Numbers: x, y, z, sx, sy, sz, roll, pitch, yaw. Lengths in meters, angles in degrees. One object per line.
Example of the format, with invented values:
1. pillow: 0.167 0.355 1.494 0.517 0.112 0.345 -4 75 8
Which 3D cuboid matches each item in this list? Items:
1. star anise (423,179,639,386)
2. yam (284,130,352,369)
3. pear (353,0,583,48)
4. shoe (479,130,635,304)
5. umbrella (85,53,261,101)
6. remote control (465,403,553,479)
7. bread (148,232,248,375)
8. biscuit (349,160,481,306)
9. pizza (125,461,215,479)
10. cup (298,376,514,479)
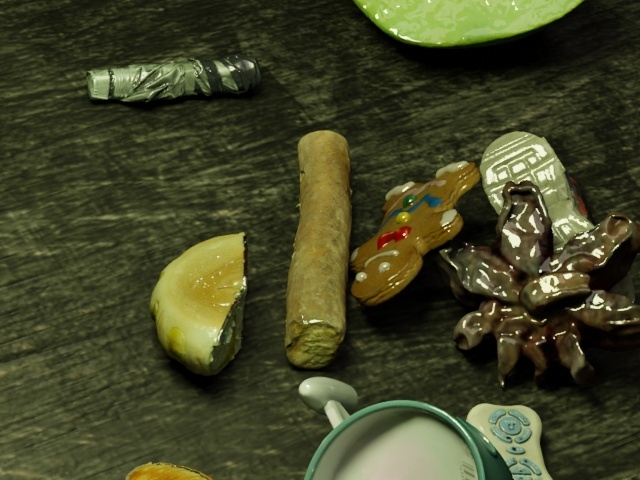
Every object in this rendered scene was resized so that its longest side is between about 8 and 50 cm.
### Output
1. star anise: 0.222 0.038 1.848 0.220 0.099 0.214 -22 78 5
2. yam: 0.000 0.000 1.895 0.066 0.066 0.299 11 43 -7
3. pear: 0.144 -0.291 2.188 0.288 0.139 0.239 41 63 17
4. shoe: 0.240 -0.001 1.964 0.099 0.125 0.227 -28 80 3
5. umbrella: -0.153 -0.171 2.027 0.188 0.046 0.050 -4 11 -21
6. remote control: 0.176 0.202 1.769 0.074 0.032 0.122 4 46 -14
7. bread: -0.112 0.063 1.783 0.094 0.083 0.157 4 43 -10
8. biscuit: 0.084 -0.007 1.886 0.031 0.138 0.205 53 41 -21
9. pizza: -0.155 0.261 1.571 0.193 0.053 0.201 -28 23 -7
10. cup: 0.091 0.227 1.608 0.299 0.167 0.173 48 9 27
